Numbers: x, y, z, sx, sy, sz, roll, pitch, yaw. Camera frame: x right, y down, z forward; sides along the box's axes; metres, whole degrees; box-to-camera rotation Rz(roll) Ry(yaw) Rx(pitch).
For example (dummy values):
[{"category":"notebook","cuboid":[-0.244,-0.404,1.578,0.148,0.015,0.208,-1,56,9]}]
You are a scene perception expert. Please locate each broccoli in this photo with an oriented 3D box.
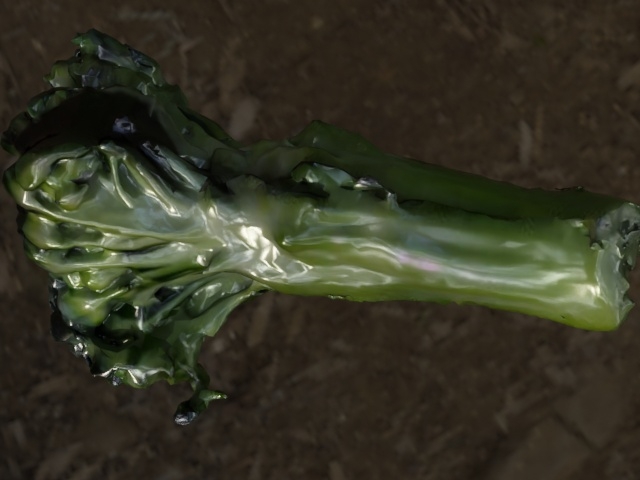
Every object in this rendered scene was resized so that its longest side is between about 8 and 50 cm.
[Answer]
[{"category":"broccoli","cuboid":[0.002,-0.007,0.791,0.304,0.145,0.165,8,126,20]}]
